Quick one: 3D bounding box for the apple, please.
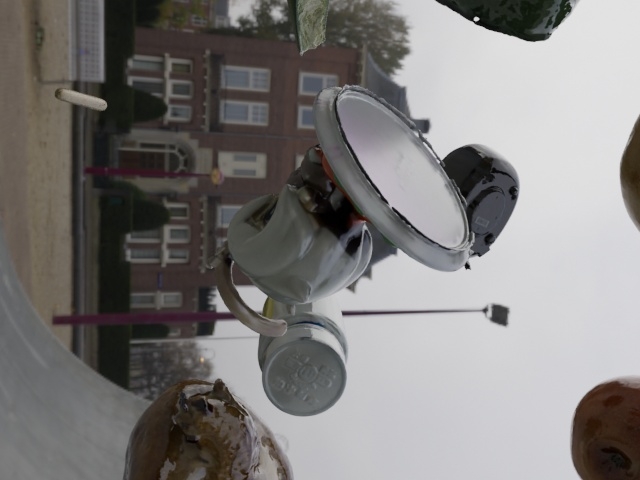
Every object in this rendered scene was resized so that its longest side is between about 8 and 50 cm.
[{"bbox_3d":[0.461,0.300,0.926,0.201,0.162,0.201,27,-54,45],"label":"apple"}]

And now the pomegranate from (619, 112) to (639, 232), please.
[{"bbox_3d":[0.523,-0.080,0.761,0.307,0.307,0.307,180,-90,-72],"label":"pomegranate"}]

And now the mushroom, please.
[{"bbox_3d":[-0.167,0.390,0.990,0.259,0.345,0.345,-31,-124,38],"label":"mushroom"}]

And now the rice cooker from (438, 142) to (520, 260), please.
[{"bbox_3d":[0.238,-0.057,1.042,0.203,0.142,0.118,-64,-152,11],"label":"rice cooker"}]

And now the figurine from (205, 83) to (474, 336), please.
[{"bbox_3d":[0.000,0.000,0.395,0.154,0.132,0.132,-38,-133,30],"label":"figurine"}]

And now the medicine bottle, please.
[{"bbox_3d":[-0.027,0.162,1.013,0.258,0.143,0.143,-106,-160,-75],"label":"medicine bottle"}]

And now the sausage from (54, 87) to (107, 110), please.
[{"bbox_3d":[-0.419,-0.247,1.112,0.132,0.024,0.024,-9,101,-75],"label":"sausage"}]

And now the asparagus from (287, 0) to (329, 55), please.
[{"bbox_3d":[-0.018,-0.226,0.493,0.041,0.045,0.178,-92,170,-47],"label":"asparagus"}]

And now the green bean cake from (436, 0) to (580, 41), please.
[{"bbox_3d":[0.169,-0.325,0.608,0.125,0.222,0.227,-50,162,-24],"label":"green bean cake"}]
